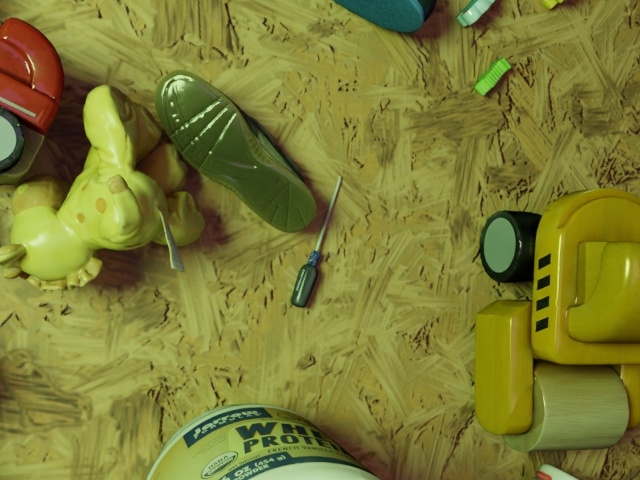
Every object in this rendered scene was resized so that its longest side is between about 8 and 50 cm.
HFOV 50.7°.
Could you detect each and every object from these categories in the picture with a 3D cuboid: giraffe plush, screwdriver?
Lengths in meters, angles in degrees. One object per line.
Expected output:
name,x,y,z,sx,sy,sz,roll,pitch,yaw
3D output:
giraffe plush,-0.228,-0.024,0.670,0.170,0.210,0.181,-24,139,9
screwdriver,0.000,0.000,0.815,0.024,0.025,0.170,22,83,-17

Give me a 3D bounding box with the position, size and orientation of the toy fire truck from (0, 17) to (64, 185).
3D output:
toy fire truck,-0.336,-0.195,0.624,0.217,0.158,0.247,27,74,-23

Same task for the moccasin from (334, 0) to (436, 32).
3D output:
moccasin,0.008,-0.382,0.763,0.342,0.137,0.117,37,74,-16

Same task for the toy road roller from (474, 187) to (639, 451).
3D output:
toy road roller,0.330,0.102,0.810,0.202,0.240,0.330,3,88,-18

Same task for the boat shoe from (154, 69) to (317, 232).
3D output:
boat shoe,-0.093,-0.100,0.761,0.080,0.073,0.223,-43,107,11

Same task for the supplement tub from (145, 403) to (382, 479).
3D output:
supplement tub,-0.053,0.285,0.640,0.228,0.316,0.229,0,90,-19

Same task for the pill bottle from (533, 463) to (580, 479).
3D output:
pill bottle,0.295,0.394,0.866,0.108,0.108,0.180,35,80,-15

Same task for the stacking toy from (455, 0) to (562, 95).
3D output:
stacking toy,0.226,-0.326,0.879,0.167,0.052,0.221,43,78,-13
